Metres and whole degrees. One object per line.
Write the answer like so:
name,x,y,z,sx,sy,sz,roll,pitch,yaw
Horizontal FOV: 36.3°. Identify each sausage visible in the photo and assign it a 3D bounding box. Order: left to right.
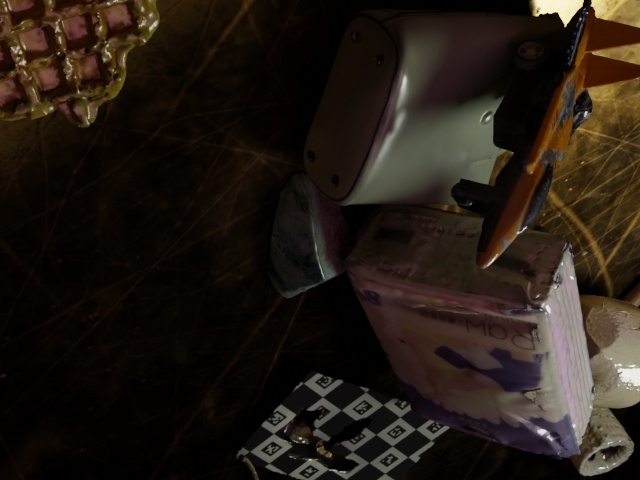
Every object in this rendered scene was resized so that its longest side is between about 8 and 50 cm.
sausage,0.452,0.101,1.457,0.026,0.026,0.116,24,115,-42

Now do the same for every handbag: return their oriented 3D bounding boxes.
handbag,0.149,-0.131,1.021,0.315,0.109,0.241,-1,129,-33

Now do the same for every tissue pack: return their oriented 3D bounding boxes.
tissue pack,0.185,0.109,1.154,0.125,0.242,0.343,-59,145,-28

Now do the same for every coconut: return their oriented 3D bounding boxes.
coconut,0.389,0.156,1.381,0.162,0.161,0.161,17,121,-16

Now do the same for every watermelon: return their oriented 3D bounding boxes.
watermelon,-0.006,0.004,1.098,0.094,0.081,0.180,-45,148,-23

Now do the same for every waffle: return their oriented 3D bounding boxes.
waffle,-0.238,-0.205,0.767,0.243,0.058,0.238,25,114,-40

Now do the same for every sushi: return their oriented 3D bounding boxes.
sushi,0.030,0.263,1.355,0.279,0.043,0.192,23,117,-34

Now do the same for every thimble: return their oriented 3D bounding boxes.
thimble,0.452,0.328,1.621,0.102,0.090,0.115,-37,139,11

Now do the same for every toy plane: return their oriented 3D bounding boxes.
toy plane,0.203,-0.102,0.944,0.316,0.103,0.204,-51,151,-24

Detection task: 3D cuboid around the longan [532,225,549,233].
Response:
longan,0.249,0.034,1.232,0.119,0.106,0.106,-52,134,6

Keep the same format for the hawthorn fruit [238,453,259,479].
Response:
hawthorn fruit,-0.087,0.396,1.365,0.165,0.165,0.285,-8,115,-23
